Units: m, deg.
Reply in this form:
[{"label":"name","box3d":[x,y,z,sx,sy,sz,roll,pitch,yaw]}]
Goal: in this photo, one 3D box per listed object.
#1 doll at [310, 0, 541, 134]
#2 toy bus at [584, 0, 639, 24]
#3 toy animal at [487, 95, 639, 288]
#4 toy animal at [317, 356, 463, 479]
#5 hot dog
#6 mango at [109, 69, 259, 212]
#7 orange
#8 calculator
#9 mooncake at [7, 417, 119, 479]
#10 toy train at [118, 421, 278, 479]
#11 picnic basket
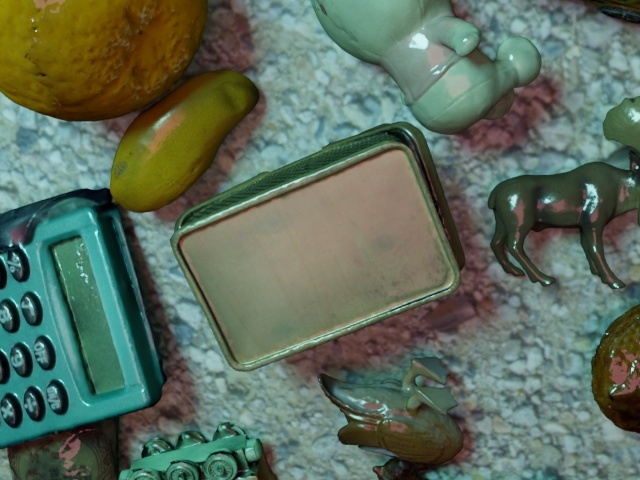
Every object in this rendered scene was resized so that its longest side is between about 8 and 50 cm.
[{"label":"doll","box3d":[0.075,-0.197,0.643,0.275,0.155,0.113,39,74,-9]},{"label":"toy bus","box3d":[0.238,-0.275,0.620,0.336,0.123,0.121,16,105,0]},{"label":"toy animal","box3d":[0.276,-0.046,0.696,0.214,0.094,0.186,0,97,13]},{"label":"toy animal","box3d":[0.070,0.209,0.788,0.188,0.089,0.179,20,121,-7]},{"label":"hot dog","box3d":[0.396,0.135,0.731,0.227,0.099,0.160,-3,105,6]},{"label":"mango","box3d":[-0.145,-0.102,0.714,0.190,0.098,0.075,-43,58,9]},{"label":"orange","box3d":[-0.211,-0.212,0.622,0.219,0.193,0.219,-21,142,-17]},{"label":"calculator","box3d":[-0.322,0.095,0.767,0.274,0.058,0.248,-17,88,10]},{"label":"mooncake","box3d":[-0.303,0.256,0.829,0.130,0.073,0.125,-2,103,3]},{"label":"toy train","box3d":[-0.144,0.290,0.828,0.176,0.074,0.118,-16,107,6]},{"label":"picnic basket","box3d":[0.000,0.000,0.702,0.267,0.139,0.165,-22,102,10]}]
